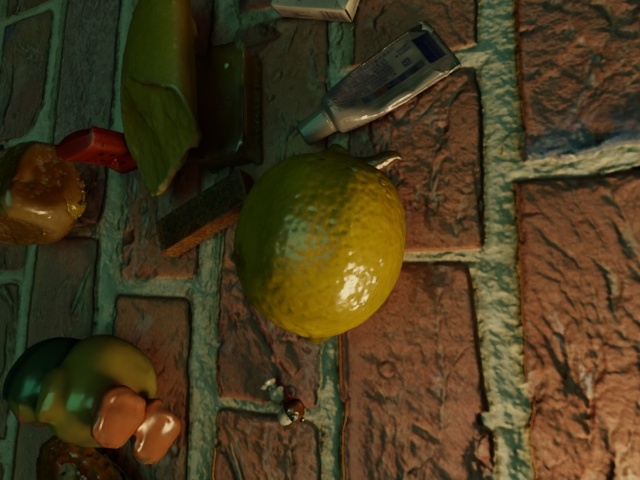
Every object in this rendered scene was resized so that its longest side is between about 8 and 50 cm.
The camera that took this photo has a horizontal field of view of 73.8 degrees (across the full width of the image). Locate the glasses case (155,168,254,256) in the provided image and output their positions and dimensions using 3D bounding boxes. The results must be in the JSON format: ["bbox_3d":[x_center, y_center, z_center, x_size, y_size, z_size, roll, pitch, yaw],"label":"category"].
[{"bbox_3d":[-0.220,-0.049,0.828,0.218,0.049,0.075,-28,65,18],"label":"glasses case"}]

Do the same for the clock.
[{"bbox_3d":[-0.454,-0.187,0.900,0.113,0.155,0.061,-15,85,22],"label":"clock"}]

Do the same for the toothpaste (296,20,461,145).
[{"bbox_3d":[0.084,-0.255,0.723,0.283,0.068,0.099,-32,101,7],"label":"toothpaste"}]

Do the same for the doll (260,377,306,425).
[{"bbox_3d":[-0.061,0.269,0.716,0.058,0.040,0.085,-34,70,27],"label":"doll"}]

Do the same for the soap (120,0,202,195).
[{"bbox_3d":[-0.318,-0.321,0.824,0.306,0.115,0.427,-46,49,48],"label":"soap"}]

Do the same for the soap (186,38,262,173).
[{"bbox_3d":[-0.188,-0.258,0.832,0.135,0.076,0.233,-6,81,25],"label":"soap"}]

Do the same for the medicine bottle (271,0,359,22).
[{"bbox_3d":[0.015,-0.515,0.794,0.171,0.052,0.201,20,92,25],"label":"medicine bottle"}]

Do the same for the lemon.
[{"bbox_3d":[0.000,0.001,0.615,0.268,0.267,0.267,-4,81,24],"label":"lemon"}]

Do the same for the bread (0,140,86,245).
[{"bbox_3d":[-0.637,-0.093,0.959,0.246,0.176,0.195,-17,64,36],"label":"bread"}]

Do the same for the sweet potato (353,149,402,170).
[{"bbox_3d":[0.012,-0.115,0.732,0.250,0.059,0.069,-21,94,17],"label":"sweet potato"}]

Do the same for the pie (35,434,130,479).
[{"bbox_3d":[-0.457,0.531,0.827,0.309,0.085,0.308,-2,86,24],"label":"pie"}]

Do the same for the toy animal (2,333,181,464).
[{"bbox_3d":[-0.429,0.275,0.802,0.339,0.216,0.191,4,57,28],"label":"toy animal"}]
